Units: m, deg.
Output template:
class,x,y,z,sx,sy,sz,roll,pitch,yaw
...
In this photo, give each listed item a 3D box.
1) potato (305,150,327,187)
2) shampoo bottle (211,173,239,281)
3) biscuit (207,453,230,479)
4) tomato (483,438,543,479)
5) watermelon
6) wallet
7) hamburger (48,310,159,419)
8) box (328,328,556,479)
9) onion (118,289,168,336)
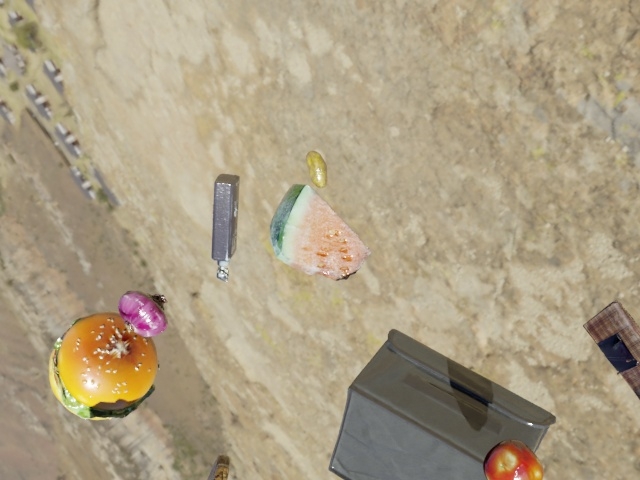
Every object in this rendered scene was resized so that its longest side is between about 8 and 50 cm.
class,x,y,z,sx,sy,sz,roll,pitch,yaw
potato,-0.007,-0.161,1.531,0.046,0.045,0.092,139,122,-60
shampoo bottle,-0.278,-0.032,1.972,0.098,0.071,0.309,-85,1,-68
biscuit,-0.226,0.548,1.353,0.041,0.290,0.208,22,115,-5
tomato,0.284,0.338,1.017,0.087,0.087,0.075,21,155,47
watermelon,0.000,0.000,1.709,0.256,0.193,0.140,30,173,-20
wallet,0.743,0.267,1.642,0.230,0.042,0.124,56,138,21
hamburger,-0.466,0.271,1.505,0.246,0.246,0.170,53,133,2
box,0.218,0.383,1.297,0.345,0.204,0.251,26,128,20
onion,-0.371,0.150,1.446,0.115,0.104,0.115,39,154,23
